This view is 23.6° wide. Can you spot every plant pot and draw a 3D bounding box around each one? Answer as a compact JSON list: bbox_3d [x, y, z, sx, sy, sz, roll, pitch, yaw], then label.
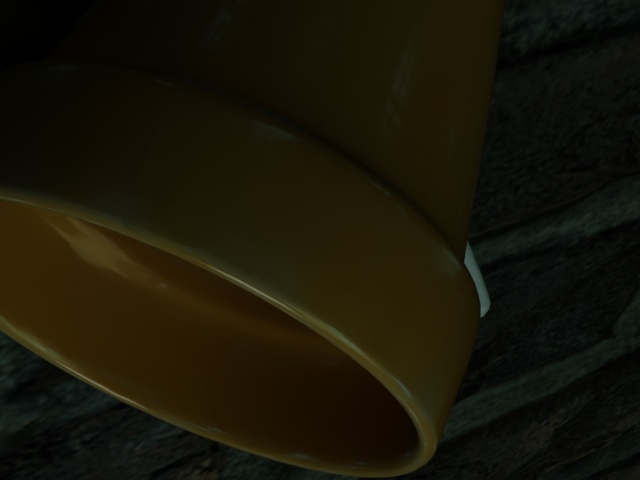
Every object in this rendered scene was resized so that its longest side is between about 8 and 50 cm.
[{"bbox_3d":[-0.019,-0.040,0.579,0.188,0.205,0.205,-65,157,-22],"label":"plant pot"}]

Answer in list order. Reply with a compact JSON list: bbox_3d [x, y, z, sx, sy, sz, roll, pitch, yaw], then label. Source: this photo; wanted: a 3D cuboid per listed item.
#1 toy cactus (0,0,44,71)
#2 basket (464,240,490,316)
[{"bbox_3d":[-0.156,-0.079,0.507,0.180,0.112,0.219,-1,126,-59],"label":"toy cactus"},{"bbox_3d":[0.000,0.000,0.756,0.113,0.103,0.167,-37,150,-4],"label":"basket"}]
